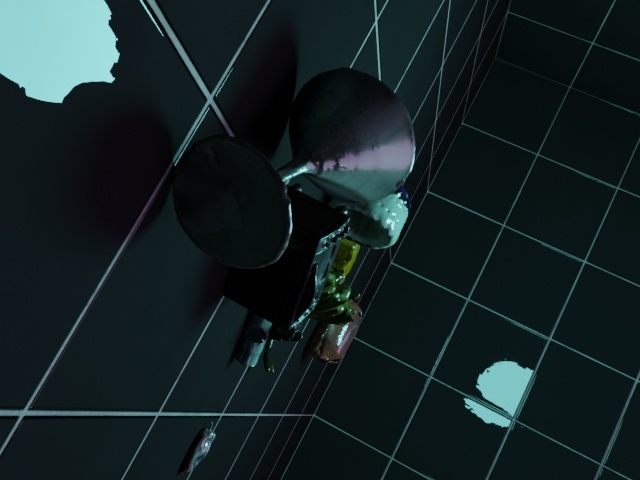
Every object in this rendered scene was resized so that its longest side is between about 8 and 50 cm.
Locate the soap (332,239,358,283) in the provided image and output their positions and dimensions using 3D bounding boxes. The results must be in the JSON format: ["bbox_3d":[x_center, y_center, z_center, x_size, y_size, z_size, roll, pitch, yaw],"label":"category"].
[{"bbox_3d":[0.072,0.044,2.121,0.160,0.080,0.257,-63,172,-13],"label":"soap"}]

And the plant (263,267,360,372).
[{"bbox_3d":[-0.065,0.185,1.883,0.333,0.251,0.180,-27,140,-3],"label":"plant"}]

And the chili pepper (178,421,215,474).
[{"bbox_3d":[-0.313,0.542,1.686,0.050,0.041,0.153,39,72,-33],"label":"chili pepper"}]

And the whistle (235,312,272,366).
[{"bbox_3d":[-0.135,0.170,1.632,0.312,0.062,0.062,-68,167,16],"label":"whistle"}]

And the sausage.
[{"bbox_3d":[0.062,0.356,2.581,0.280,0.152,0.152,-61,167,-22],"label":"sausage"}]

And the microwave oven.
[{"bbox_3d":[-0.063,0.035,1.376,0.178,0.188,0.247,-43,155,-59],"label":"microwave oven"}]

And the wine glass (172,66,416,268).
[{"bbox_3d":[-0.035,-0.125,1.073,0.406,0.267,0.267,-37,151,-54],"label":"wine glass"}]

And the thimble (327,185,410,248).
[{"bbox_3d":[0.133,-0.094,1.857,0.237,0.237,0.150,91,24,-61],"label":"thimble"}]

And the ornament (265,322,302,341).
[{"bbox_3d":[-0.083,0.147,1.715,0.202,0.080,0.236,-11,-115,60],"label":"ornament"}]
